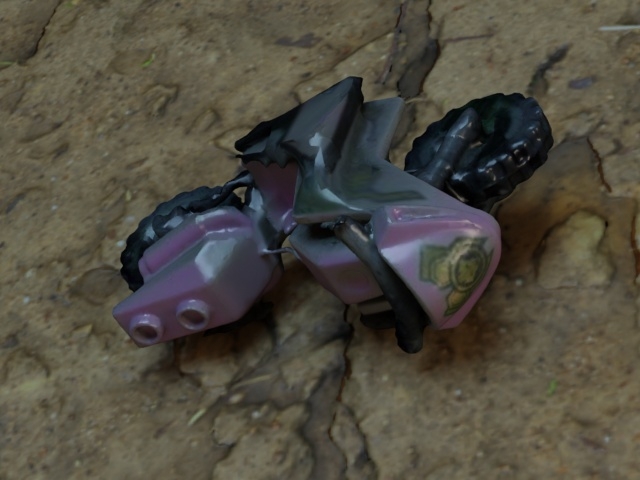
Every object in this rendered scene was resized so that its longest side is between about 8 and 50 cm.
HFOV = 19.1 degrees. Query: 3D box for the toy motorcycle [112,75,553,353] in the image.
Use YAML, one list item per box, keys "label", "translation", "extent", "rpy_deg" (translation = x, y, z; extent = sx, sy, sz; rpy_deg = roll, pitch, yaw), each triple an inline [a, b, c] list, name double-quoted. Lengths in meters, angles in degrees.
- label: "toy motorcycle"
  translation: [0.000, 0.000, 1.273]
  extent: [0.327, 0.143, 0.188]
  rpy_deg: [-17, 37, 22]
